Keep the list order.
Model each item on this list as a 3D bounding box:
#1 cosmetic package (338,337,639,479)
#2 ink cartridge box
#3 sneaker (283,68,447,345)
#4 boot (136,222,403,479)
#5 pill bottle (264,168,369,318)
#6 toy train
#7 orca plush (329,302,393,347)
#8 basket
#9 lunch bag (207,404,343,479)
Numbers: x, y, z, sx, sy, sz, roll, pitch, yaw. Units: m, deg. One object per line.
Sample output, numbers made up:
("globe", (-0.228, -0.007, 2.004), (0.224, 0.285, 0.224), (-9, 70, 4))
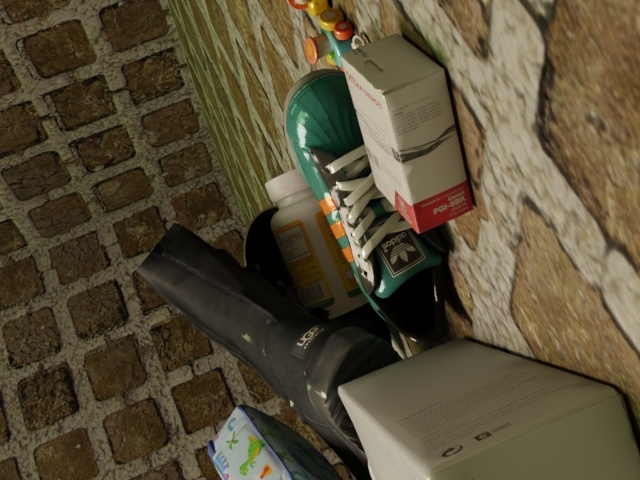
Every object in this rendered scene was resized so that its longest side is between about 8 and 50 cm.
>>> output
("cosmetic package", (0.147, 0.222, 0.836), (0.385, 0.156, 0.217), (-164, 52, -82))
("ink cartridge box", (0.072, -0.090, 0.802), (0.099, 0.056, 0.135), (-124, 13, -55))
("sneaker", (0.061, -0.025, 0.932), (0.302, 0.108, 0.121), (63, 176, -35))
("boot", (-0.025, 0.177, 1.273), (0.445, 0.146, 0.367), (21, 148, 49))
("pill bottle", (0.000, 0.000, 1.356), (0.117, 0.117, 0.208), (154, 93, -83))
("toy train", (-0.006, -0.240, 0.958), (0.125, 0.046, 0.166), (157, 90, -83))
("orca plush", (0.051, 0.074, 1.484), (0.151, 0.102, 0.287), (23, -155, -22))
("basket", (-0.059, 0.042, 1.815), (0.227, 0.154, 0.204), (130, 115, -86))
("lunch bag", (-0.030, 0.304, 1.168), (0.176, 0.090, 0.219), (35, -176, -37))
